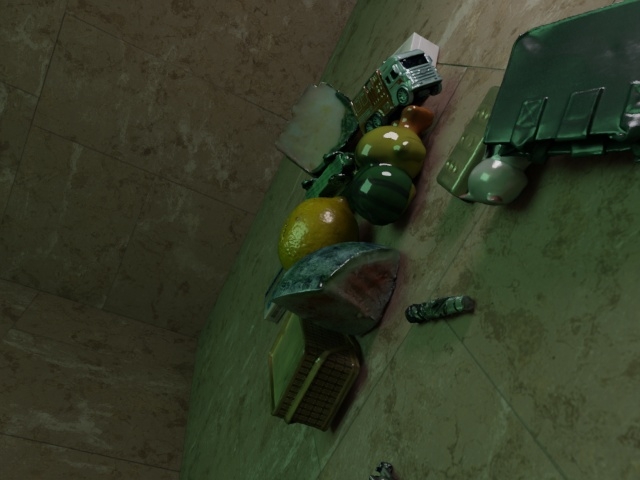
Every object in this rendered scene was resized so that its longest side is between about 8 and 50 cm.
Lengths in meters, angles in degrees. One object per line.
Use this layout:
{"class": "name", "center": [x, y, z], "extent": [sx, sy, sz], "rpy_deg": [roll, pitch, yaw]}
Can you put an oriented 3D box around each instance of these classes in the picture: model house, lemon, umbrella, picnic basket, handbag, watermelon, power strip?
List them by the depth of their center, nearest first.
{"class": "handbag", "center": [0.427, -0.237, 0.719], "extent": [0.327, 0.089, 0.238], "rpy_deg": [13, 77, 57]}
{"class": "umbrella", "center": [0.238, 0.144, 0.984], "extent": [0.188, 0.050, 0.046], "rpy_deg": [150, 117, -62]}
{"class": "power strip", "center": [0.355, -0.216, 1.040], "extent": [0.256, 0.070, 0.105], "rpy_deg": [-61, 20, 17]}
{"class": "watermelon", "center": [0.069, 0.135, 1.241], "extent": [0.229, 0.387, 0.258], "rpy_deg": [-4, 103, 44]}
{"class": "picnic basket", "center": [-0.021, 0.339, 1.307], "extent": [0.227, 0.176, 0.313], "rpy_deg": [-64, 14, 13]}
{"class": "lemon", "center": [0.000, 0.000, 1.499], "extent": [0.310, 0.258, 0.258], "rpy_deg": [-67, 18, 6]}
{"class": "model house", "center": [0.009, -0.394, 1.784], "extent": [0.298, 0.243, 0.284], "rpy_deg": [-53, -6, 3]}

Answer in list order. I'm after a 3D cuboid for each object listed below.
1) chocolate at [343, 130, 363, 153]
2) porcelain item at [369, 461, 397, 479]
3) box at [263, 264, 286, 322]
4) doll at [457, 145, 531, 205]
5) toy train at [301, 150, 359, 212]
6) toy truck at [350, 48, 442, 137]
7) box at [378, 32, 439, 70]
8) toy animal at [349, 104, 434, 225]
{"class": "chocolate", "center": [0.118, -0.415, 1.923], "extent": [0.303, 0.101, 0.185], "rpy_deg": [137, 147, -58]}
{"class": "porcelain item", "center": [0.124, 0.457, 0.896], "extent": [0.021, 0.075, 0.136], "rpy_deg": [-67, 17, 0]}
{"class": "box", "center": [-0.138, 0.167, 2.007], "extent": [0.343, 0.065, 0.200], "rpy_deg": [-57, 21, 31]}
{"class": "doll", "center": [0.353, -0.145, 0.902], "extent": [0.180, 0.107, 0.110], "rpy_deg": [-65, 19, -2]}
{"class": "toy train", "center": [0.069, -0.190, 1.620], "extent": [0.301, 0.203, 0.120], "rpy_deg": [-46, 46, 49]}
{"class": "toy truck", "center": [0.213, -0.438, 1.410], "extent": [0.162, 0.136, 0.305], "rpy_deg": [64, 154, 3]}
{"class": "box", "center": [0.267, -0.528, 1.593], "extent": [0.260, 0.111, 0.194], "rpy_deg": [-29, 43, 64]}
{"class": "toy animal", "center": [0.182, -0.207, 1.318], "extent": [0.216, 0.191, 0.338], "rpy_deg": [135, 155, -76]}
